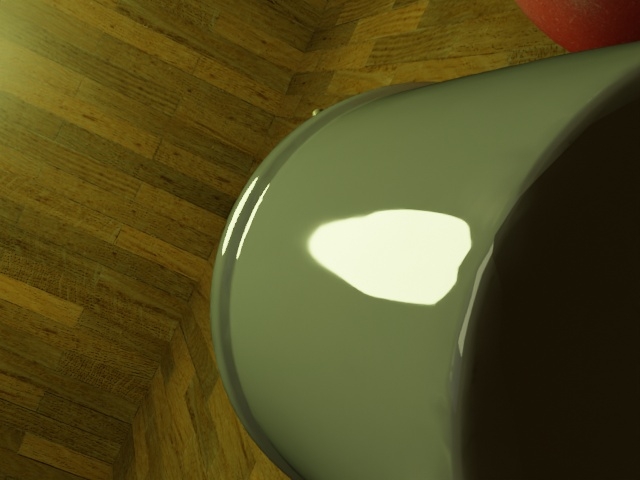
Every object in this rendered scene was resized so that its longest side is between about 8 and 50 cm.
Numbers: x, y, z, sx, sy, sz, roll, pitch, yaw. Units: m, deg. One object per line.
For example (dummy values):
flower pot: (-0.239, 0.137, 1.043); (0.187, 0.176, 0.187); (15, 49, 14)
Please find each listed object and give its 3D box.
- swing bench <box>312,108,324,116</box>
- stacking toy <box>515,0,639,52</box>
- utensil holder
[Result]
swing bench: (0.000, 0.000, 1.460); (0.253, 0.165, 0.255); (-48, 28, 48)
stacking toy: (0.172, -0.275, 0.647); (0.351, 0.479, 0.351); (-57, 16, 27)
utensil holder: (0.133, 0.057, 0.580); (0.328, 0.327, 0.385); (-66, 17, -4)
